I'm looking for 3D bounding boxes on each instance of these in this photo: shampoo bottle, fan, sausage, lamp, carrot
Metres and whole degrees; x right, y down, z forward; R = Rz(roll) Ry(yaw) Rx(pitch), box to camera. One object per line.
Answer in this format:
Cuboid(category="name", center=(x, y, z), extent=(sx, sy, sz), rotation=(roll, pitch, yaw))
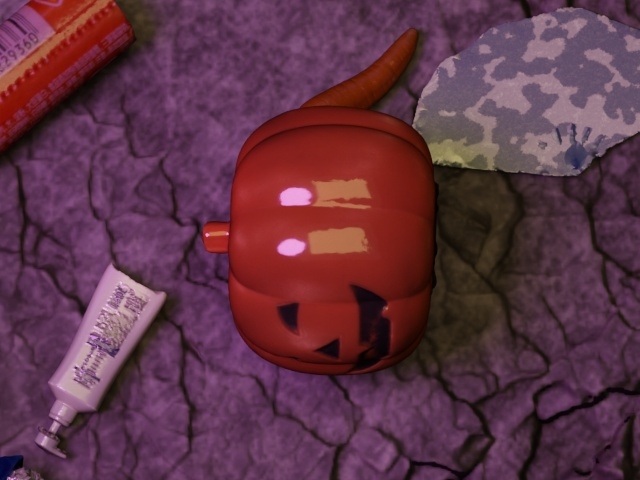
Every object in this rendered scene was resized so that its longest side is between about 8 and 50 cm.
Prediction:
Cuboid(category="shampoo bottle", center=(-0.164, 0.087, 1.354), extent=(0.049, 0.034, 0.141), rotation=(30, 78, -4))
Cuboid(category="fan", center=(0.176, -0.110, 1.434), extent=(0.240, 0.009, 0.131), rotation=(-14, 78, -7))
Cuboid(category="sausage", center=(-0.253, -0.086, 1.366), extent=(0.274, 0.074, 0.074), rotation=(-43, 84, -12))
Cuboid(category="lamp", center=(0.000, 0.000, 1.310), extent=(0.163, 0.187, 0.188), rotation=(2, 77, -1))
Cuboid(category="carrot", center=(0.025, -0.109, 1.413), extent=(0.142, 0.035, 0.035), rotation=(-39, 83, -18))

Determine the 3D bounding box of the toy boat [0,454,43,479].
Cuboid(category="toy boat", center=(-0.156, 0.270, 1.282), extent=(0.291, 0.067, 0.220), rotation=(12, 82, 7))
